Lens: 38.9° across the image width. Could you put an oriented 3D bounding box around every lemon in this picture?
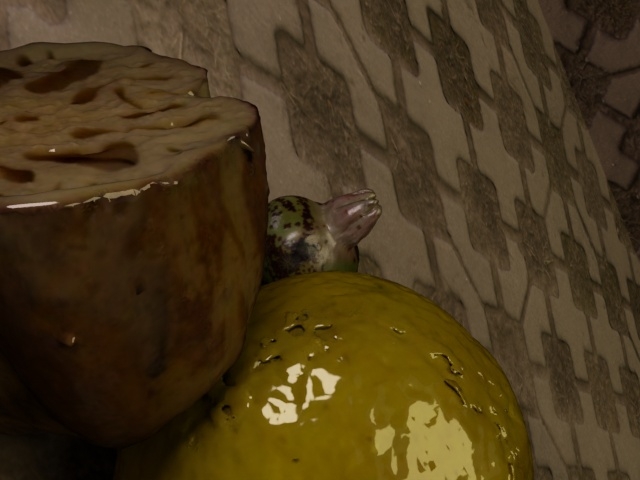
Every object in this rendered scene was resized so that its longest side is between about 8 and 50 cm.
[{"bbox_3d":[-0.002,0.196,0.771,0.387,0.349,0.350,-165,-122,-76],"label":"lemon"}]

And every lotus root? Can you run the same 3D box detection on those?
[{"bbox_3d":[-0.162,-0.007,0.648,0.316,0.316,0.250,-53,139,-52],"label":"lotus root"}]

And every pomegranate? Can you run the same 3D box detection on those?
[{"bbox_3d":[-0.007,-0.004,1.024,0.138,0.125,0.163,31,98,-44],"label":"pomegranate"}]
